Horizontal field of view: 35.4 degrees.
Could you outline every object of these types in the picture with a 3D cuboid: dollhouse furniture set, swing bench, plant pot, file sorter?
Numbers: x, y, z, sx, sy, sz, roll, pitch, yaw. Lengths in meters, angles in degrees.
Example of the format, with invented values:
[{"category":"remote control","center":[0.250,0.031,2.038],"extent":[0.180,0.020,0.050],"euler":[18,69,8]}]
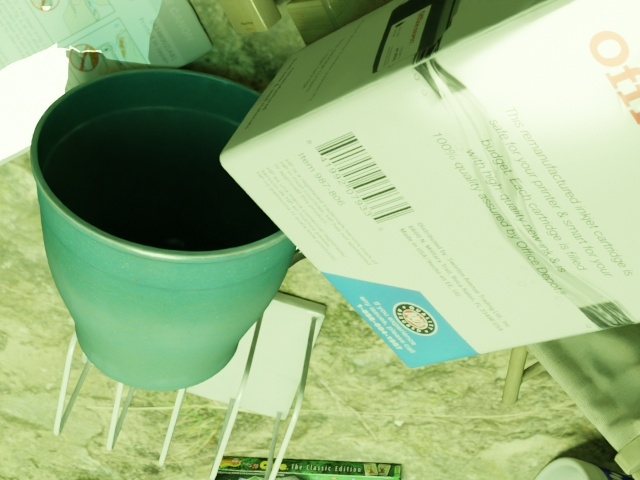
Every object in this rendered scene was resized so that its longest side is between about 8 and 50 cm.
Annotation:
[{"category":"dollhouse furniture set","center":[-0.016,-0.272,0.958],"extent":[0.151,0.123,0.144],"euler":[8,135,48]},{"category":"swing bench","center":[0.301,0.146,1.011],"extent":[0.165,0.253,0.255],"euler":[-30,139,-5]},{"category":"plant pot","center":[-0.155,0.009,1.017],"extent":[0.271,0.272,0.255],"euler":[14,132,-2]},{"category":"file sorter","center":[-0.160,0.160,1.196],"extent":[0.277,0.173,0.193],"euler":[17,125,-3]}]

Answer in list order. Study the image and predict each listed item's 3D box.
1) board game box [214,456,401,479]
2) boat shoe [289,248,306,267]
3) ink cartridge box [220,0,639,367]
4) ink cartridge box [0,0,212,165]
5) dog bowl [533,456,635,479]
[{"category":"board game box","center":[-0.016,0.363,1.408],"extent":[0.259,0.030,0.136],"euler":[1,123,7]},{"category":"boat shoe","center":[0.000,0.001,1.135],"extent":[0.133,0.049,0.042],"euler":[-35,106,23]},{"category":"ink cartridge box","center":[0.163,-0.071,0.809],"extent":[0.394,0.166,0.285],"euler":[-18,123,43]},{"category":"ink cartridge box","center":[-0.350,-0.243,1.015],"extent":[0.384,0.091,0.308],"euler":[-27,118,5]},{"category":"dog bowl","center":[0.324,0.413,1.249],"extent":[0.104,0.265,0.265],"euler":[18,126,-7]}]
